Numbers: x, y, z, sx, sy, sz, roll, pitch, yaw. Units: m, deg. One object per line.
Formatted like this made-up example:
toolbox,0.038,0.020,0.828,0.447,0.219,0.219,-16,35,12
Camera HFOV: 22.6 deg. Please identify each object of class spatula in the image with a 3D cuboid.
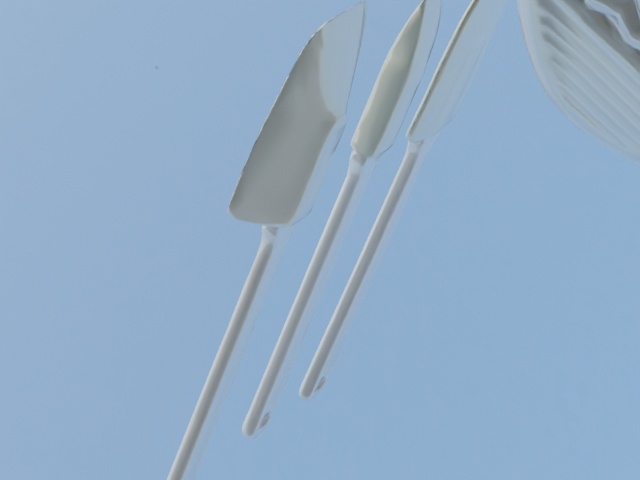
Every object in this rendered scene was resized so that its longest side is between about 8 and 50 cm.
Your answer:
spatula,0.000,0.000,0.640,0.019,0.168,0.242,33,-56,14

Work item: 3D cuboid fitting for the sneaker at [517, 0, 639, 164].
sneaker,0.127,-0.133,0.302,0.094,0.151,0.256,31,-51,13
